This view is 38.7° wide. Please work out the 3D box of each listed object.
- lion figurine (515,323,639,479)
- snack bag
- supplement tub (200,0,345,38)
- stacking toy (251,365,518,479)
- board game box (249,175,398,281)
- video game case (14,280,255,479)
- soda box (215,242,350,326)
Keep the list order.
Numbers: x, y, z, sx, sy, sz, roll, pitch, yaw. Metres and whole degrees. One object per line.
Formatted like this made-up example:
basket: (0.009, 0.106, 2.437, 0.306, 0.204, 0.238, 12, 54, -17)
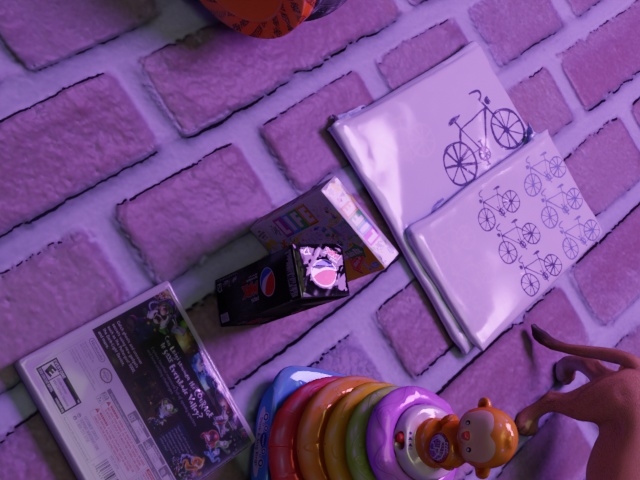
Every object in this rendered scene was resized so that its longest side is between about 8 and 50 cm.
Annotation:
lion figurine: (0.358, 0.272, 1.064, 0.142, 0.240, 0.392, -2, 76, -33)
snack bag: (0.204, -0.075, 1.193, 0.323, 0.037, 0.342, -34, 95, -35)
supplement tub: (-0.003, -0.395, 1.050, 0.207, 0.207, 0.338, 44, 57, -14)
stacking toy: (0.073, 0.197, 0.864, 0.166, 0.302, 0.175, 17, 68, -28)
board game box: (0.000, 0.000, 0.966, 0.103, 0.154, 0.026, 50, 57, -10)
video game case: (-0.175, 0.160, 0.888, 0.173, 0.022, 0.190, -30, 92, -35)
soda box: (-0.042, 0.047, 0.916, 0.060, 0.169, 0.053, -1, 77, -33)
